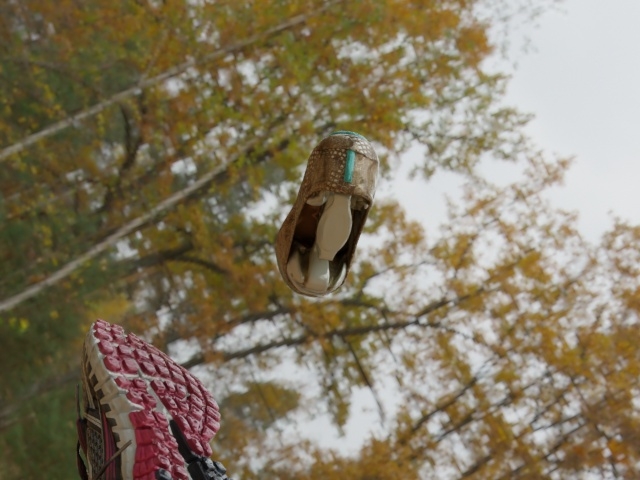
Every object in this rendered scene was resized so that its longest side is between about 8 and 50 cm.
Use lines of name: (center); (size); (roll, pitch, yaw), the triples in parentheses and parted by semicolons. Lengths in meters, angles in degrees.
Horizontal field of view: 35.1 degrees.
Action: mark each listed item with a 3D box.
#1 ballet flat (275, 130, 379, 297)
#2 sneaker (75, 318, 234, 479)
ballet flat: (0.000, 0.000, 0.842); (0.206, 0.073, 0.067); (101, -4, -49)
sneaker: (-0.142, 0.169, 0.758); (0.121, 0.112, 0.299); (35, 15, -33)
